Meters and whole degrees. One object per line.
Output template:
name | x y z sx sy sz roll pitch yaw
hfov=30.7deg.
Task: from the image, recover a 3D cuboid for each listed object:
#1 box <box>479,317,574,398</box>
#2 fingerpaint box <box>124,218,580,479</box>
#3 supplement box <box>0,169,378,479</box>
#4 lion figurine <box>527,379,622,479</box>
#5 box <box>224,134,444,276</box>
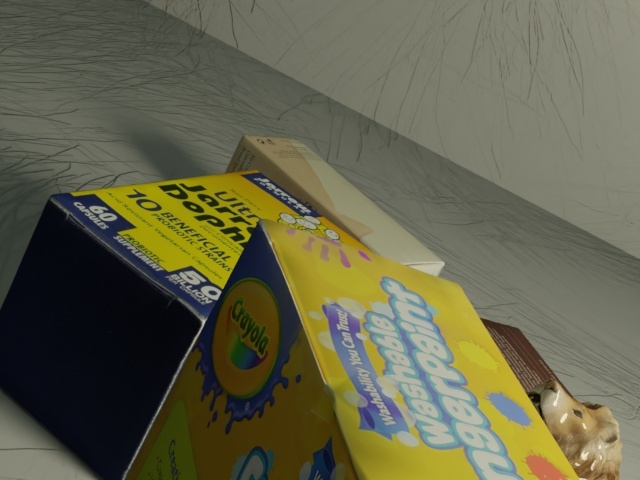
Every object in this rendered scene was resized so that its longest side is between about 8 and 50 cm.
box | 0.137 0.184 1.262 0.203 0.168 0.167 17 24 -29
fingerpaint box | -0.002 0.262 0.623 0.163 0.371 0.445 19 22 -23
supplement box | -0.125 0.068 1.167 0.194 0.195 0.356 36 21 19
lion figurine | 0.231 0.305 1.027 0.240 0.142 0.392 -14 44 -17
box | 0.000 0.000 1.559 0.121 0.148 0.311 0 33 -49
